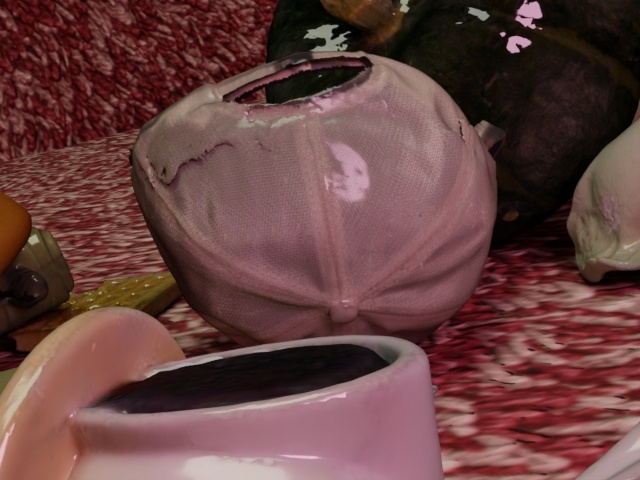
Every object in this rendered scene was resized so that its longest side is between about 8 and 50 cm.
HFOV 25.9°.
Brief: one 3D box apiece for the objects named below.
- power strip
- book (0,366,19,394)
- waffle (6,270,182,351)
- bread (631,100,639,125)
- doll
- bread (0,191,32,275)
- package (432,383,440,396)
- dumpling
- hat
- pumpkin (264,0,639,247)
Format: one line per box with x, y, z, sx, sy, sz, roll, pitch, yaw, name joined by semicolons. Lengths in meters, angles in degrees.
-0.284;0.027;1.089;0.092;0.066;0.387;-30;16;-26;power strip
-0.174;0.090;0.846;0.111;0.014;0.077;-15;13;-15;book
-0.159;0.050;1.019;0.092;0.021;0.135;-8;11;16;waffle
0.296;-0.140;1.196;0.338;0.155;0.187;-17;20;-41;bread
0.041;0.088;0.372;0.271;0.144;0.208;-18;33;-19;doll
-0.268;0.039;0.855;0.092;0.074;0.239;-7;33;28;bread
-0.043;0.101;0.615;0.171;0.027;0.173;-8;7;16;package
0.238;-0.031;0.847;0.169;0.100;0.134;-14;25;-2;dumpling
0.000;-0.001;0.820;0.232;0.161;0.275;0;-13;-1;hat
0.091;-0.138;1.009;0.300;0.300;0.207;0;-22;45;pumpkin
